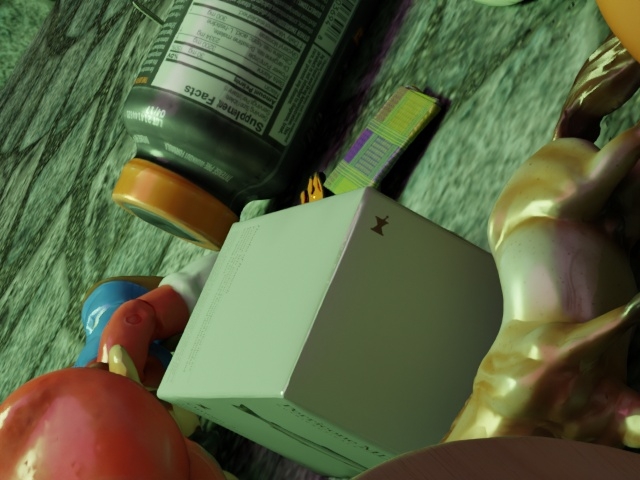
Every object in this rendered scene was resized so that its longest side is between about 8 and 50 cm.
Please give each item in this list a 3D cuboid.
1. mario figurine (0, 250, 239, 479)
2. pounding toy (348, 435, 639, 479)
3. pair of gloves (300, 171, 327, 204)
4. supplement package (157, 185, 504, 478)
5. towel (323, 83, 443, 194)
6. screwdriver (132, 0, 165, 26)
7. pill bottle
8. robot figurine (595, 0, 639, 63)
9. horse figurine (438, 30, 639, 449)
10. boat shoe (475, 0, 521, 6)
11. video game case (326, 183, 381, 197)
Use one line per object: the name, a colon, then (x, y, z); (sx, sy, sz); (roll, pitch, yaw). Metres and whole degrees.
mario figurine: (-0.098, 0.127, 1.051); (0.170, 0.198, 0.320); (-15, 14, -1)
pounding toy: (0.069, 0.168, 0.461); (0.237, 0.183, 0.110); (-92, 11, -57)
pair of gloves: (-0.020, -0.004, 1.106); (0.083, 0.010, 0.074); (-52, 21, 29)
supplement package: (0.010, 0.050, 0.835); (0.105, 0.105, 0.179); (-66, 18, -14)
towel: (0.039, -0.058, 1.043); (0.083, 0.009, 0.060); (-52, 25, 0)
screwdriver: (-0.087, -0.133, 1.281); (0.025, 0.170, 0.024); (-46, 49, 15)
pill bottle: (-0.055, -0.117, 1.210); (0.245, 0.130, 0.130); (-64, 18, -8)
robot figurine: (0.158, -0.068, 0.429); (0.128, 0.219, 0.158); (-51, 20, 29)
horse figurine: (0.113, 0.009, 0.690); (0.174, 0.066, 0.263); (-32, 36, 46)
boat shoe: (0.110, -0.202, 0.923); (0.127, 0.113, 0.340); (-62, 18, 1)
video game case: (0.000, 0.000, 1.084); (0.122, 0.011, 0.087); (-49, 21, 34)
